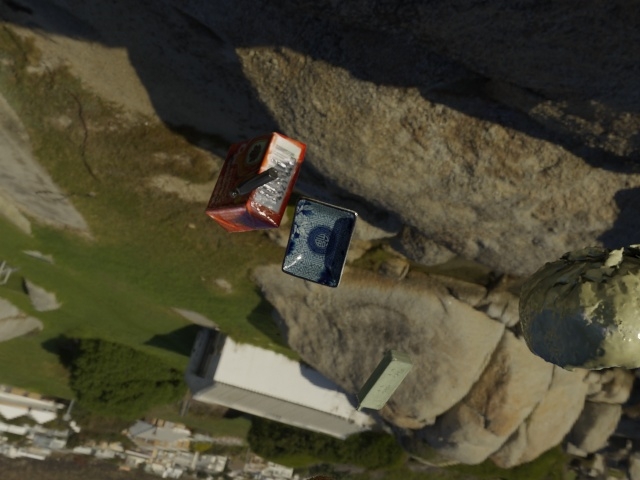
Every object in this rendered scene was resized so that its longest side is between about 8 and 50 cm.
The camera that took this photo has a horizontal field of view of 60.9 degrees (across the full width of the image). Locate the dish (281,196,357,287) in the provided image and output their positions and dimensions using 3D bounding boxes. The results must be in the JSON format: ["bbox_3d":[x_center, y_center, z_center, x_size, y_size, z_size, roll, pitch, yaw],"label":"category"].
[{"bbox_3d":[0.000,0.000,1.614,0.182,0.243,0.080,17,-162,8],"label":"dish"}]

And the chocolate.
[{"bbox_3d":[-0.171,-0.147,1.385,0.108,0.237,0.235,29,161,-36],"label":"chocolate"}]

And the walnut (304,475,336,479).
[{"bbox_3d":[-0.013,0.800,1.610,0.195,0.221,0.195,52,167,17],"label":"walnut"}]

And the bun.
[{"bbox_3d":[0.415,0.082,0.786,0.259,0.152,0.259,-16,-178,0],"label":"bun"}]

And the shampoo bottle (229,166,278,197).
[{"bbox_3d":[-0.150,-0.124,1.194,0.137,0.048,0.027,-21,104,36],"label":"shampoo bottle"}]

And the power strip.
[{"bbox_3d":[0.204,0.493,1.854,0.093,0.288,0.053,17,-153,-25],"label":"power strip"}]
